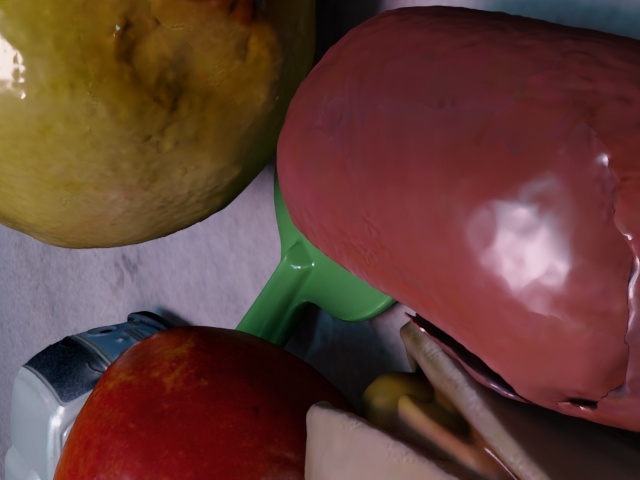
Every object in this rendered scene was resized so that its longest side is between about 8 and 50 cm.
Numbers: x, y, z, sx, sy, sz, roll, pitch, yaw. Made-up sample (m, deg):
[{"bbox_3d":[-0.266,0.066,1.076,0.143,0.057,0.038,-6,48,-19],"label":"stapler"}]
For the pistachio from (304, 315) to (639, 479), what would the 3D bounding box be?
[{"bbox_3d":[0.091,0.150,0.450,0.288,0.166,0.197,38,165,42],"label":"pistachio"}]

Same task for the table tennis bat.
[{"bbox_3d":[0.000,0.000,0.686,0.257,0.039,0.160,-58,47,38],"label":"table tennis bat"}]

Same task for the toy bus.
[{"bbox_3d":[-0.188,0.212,0.890,0.133,0.165,0.271,22,115,52],"label":"toy bus"}]

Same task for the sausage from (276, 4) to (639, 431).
[{"bbox_3d":[0.088,-0.018,0.445,0.280,0.152,0.152,34,124,51],"label":"sausage"}]

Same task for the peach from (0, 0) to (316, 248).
[{"bbox_3d":[-0.153,-0.145,0.653,0.315,0.281,0.314,46,129,42],"label":"peach"}]

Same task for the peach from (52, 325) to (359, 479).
[{"bbox_3d":[-0.055,0.162,0.645,0.199,0.243,0.243,-8,90,17],"label":"peach"}]
